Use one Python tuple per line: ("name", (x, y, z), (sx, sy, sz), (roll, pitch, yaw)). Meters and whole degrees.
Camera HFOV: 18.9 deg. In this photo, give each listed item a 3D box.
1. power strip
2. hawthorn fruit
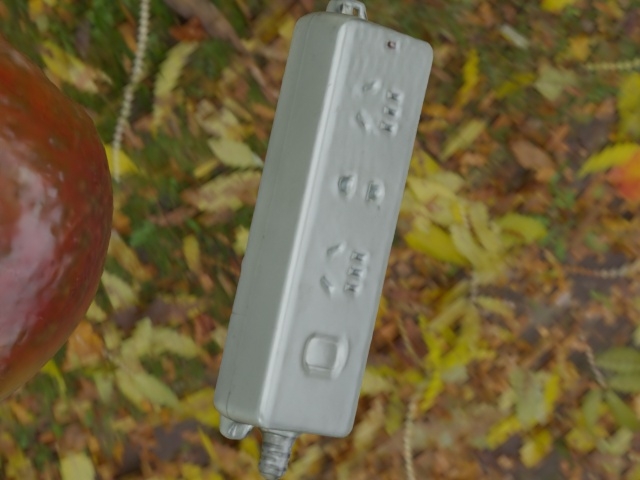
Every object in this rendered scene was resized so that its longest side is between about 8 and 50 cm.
("power strip", (0.000, 0.000, 1.323), (0.098, 0.058, 0.338), (13, 89, -47))
("hawthorn fruit", (-0.388, -0.003, 1.606), (0.403, 0.403, 0.402), (-6, 112, -14))
